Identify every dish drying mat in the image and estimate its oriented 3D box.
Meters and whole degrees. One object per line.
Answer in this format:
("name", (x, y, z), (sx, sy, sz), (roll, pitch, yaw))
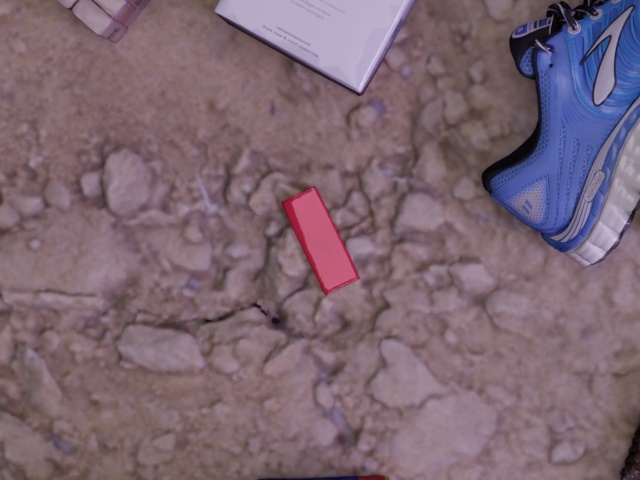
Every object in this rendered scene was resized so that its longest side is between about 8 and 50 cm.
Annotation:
("dish drying mat", (0.000, 0.000, 1.395), (0.032, 0.008, 0.083), (-26, 93, 5))

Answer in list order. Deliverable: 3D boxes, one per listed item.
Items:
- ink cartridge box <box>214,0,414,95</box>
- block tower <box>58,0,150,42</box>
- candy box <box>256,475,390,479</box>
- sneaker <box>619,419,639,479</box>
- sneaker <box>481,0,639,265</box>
("ink cartridge box", (0.019, -0.216, 1.322), (0.127, 0.128, 0.176), (30, 93, 1))
("block tower", (-0.090, -0.311, 1.339), (0.091, 0.097, 0.335), (40, 93, -1))
("candy box", (0.011, 0.351, 1.285), (0.122, 0.268, 0.317), (-3, 93, -1))
("sneaker", (0.264, 0.186, 1.365), (0.071, 0.066, 0.188), (-5, 93, 4))
("sneaker", (0.222, -0.151, 1.308), (0.147, 0.130, 0.330), (27, 103, 5))
